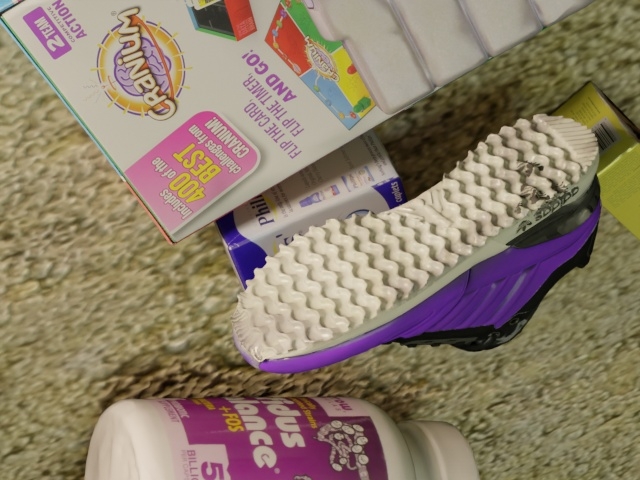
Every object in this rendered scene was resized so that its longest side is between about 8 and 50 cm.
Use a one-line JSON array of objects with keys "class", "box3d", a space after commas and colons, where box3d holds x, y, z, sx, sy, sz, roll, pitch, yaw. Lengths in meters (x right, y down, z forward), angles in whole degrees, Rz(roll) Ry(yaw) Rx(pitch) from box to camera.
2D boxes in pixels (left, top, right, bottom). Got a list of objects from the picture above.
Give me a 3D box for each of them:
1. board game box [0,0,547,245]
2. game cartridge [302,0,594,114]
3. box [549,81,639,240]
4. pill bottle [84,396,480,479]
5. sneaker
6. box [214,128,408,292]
[{"class": "board game box", "box3d": [-0.025, -0.163, 1.063, 0.316, 0.064, 0.242, -30, 135, 3]}, {"class": "game cartridge", "box3d": [0.046, -0.273, 0.922, 0.230, 0.068, 0.355, -27, 112, 7]}, {"class": "box", "box3d": [0.271, -0.030, 1.299, 0.058, 0.087, 0.232, -40, 134, 14]}, {"class": "pill bottle", "box3d": [-0.028, 0.210, 1.322, 0.301, 0.169, 0.169, 2, 128, -26]}, {"class": "sneaker", "box3d": [0.083, 0.039, 1.162, 0.293, 0.102, 0.146, -28, 135, -10]}, {"class": "box", "box3d": [0.000, 0.000, 1.215, 0.137, 0.072, 0.126, -23, 134, -3]}]
